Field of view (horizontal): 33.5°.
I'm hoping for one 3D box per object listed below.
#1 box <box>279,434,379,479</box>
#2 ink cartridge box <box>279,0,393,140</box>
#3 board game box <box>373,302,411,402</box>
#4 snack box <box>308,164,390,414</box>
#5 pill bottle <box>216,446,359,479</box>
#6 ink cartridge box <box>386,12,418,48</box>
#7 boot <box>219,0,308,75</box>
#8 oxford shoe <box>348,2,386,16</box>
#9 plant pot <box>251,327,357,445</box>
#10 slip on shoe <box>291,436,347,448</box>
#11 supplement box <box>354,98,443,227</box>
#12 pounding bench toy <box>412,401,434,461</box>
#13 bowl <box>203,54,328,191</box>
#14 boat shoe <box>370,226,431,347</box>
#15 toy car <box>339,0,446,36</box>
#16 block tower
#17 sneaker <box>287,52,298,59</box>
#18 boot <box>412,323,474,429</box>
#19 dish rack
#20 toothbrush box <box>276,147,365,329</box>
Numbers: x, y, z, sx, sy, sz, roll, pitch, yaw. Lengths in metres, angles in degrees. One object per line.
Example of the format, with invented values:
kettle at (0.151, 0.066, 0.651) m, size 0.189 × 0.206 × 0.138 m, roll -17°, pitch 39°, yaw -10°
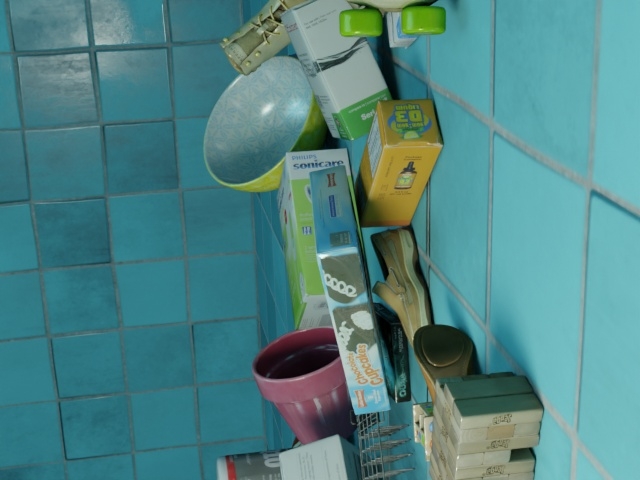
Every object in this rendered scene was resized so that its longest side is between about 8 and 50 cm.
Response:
box at (0.027, 0.458, 1.855) m, size 0.181 × 0.119 × 0.182 m, roll 45°, pitch -151°, yaw -54°
ink cartridge box at (0.026, -0.261, 1.584) m, size 0.208 × 0.087 × 0.153 m, roll 65°, pitch 175°, yaw -12°
board game box at (0.107, 0.176, 1.713) m, size 0.186 × 0.026 × 0.126 m, roll -150°, pitch 55°, yaw -79°
snack box at (0.043, 0.076, 1.536) m, size 0.187 × 0.060 × 0.322 m, roll -96°, pitch -6°, yaw -50°
pill bottle at (-0.056, 0.488, 2.085) m, size 0.161 × 0.283 × 0.161 m, roll 175°, pitch 90°, yaw -81°
ink cartridge box at (0.109, -0.289, 1.435) m, size 0.083 × 0.028 × 0.048 m, roll 153°, pitch 112°, yaw -81°
boot at (-0.095, -0.417, 2.045) m, size 0.095 × 0.203 × 0.262 m, roll 52°, pitch 172°, yaw 0°
oxford shoe at (0.043, -0.465, 1.475) m, size 0.130 × 0.123 × 0.348 m, roll 80°, pitch -173°, yaw -70°
plant pot at (-0.010, 0.287, 2.045) m, size 0.201 × 0.201 × 0.180 m, roll -118°, pitch 9°, yaw -68°
slip on shoe at (-0.007, 0.428, 2.300) m, size 0.331 × 0.123 × 0.101 m, roll 101°, pitch 166°, yaw -75°
supplement box at (0.101, -0.100, 1.445) m, size 0.233 × 0.078 × 0.080 m, roll 107°, pitch 159°, yaw -65°
pounding bench toy at (0.155, 0.259, 1.384) m, size 0.065 × 0.052 × 0.083 m, roll -136°, pitch 42°, yaw -76°
bowl at (-0.082, -0.211, 2.159) m, size 0.156 × 0.289 × 0.289 m, roll 32°, pitch -144°, yaw -45°
boat shoe at (0.108, 0.070, 1.505) m, size 0.068 × 0.072 × 0.190 m, roll 99°, pitch 163°, yaw -55°
toy car at (0.103, -0.321, 1.284) m, size 0.188 × 0.149 × 0.155 m, roll -19°, pitch -70°, yaw -70°
block tower at (0.173, 0.295, 1.180) m, size 0.091 × 0.097 × 0.335 m, roll -110°, pitch 19°, yaw -58°
sneaker at (-0.049, -0.332, 2.244) m, size 0.063 × 0.073 × 0.162 m, roll -105°, pitch 13°, yaw -47°
boot at (0.157, 0.207, 1.297) m, size 0.197 × 0.073 × 0.152 m, roll -105°, pitch 9°, yaw -57°
dish rack at (0.104, 0.358, 1.701) m, size 0.208 × 0.074 × 0.272 m, roll 119°, pitch 146°, yaw -72°
toothbrush box at (0.000, 0.000, 1.987) m, size 0.206 × 0.122 × 0.283 m, roll 109°, pitch 156°, yaw -67°
